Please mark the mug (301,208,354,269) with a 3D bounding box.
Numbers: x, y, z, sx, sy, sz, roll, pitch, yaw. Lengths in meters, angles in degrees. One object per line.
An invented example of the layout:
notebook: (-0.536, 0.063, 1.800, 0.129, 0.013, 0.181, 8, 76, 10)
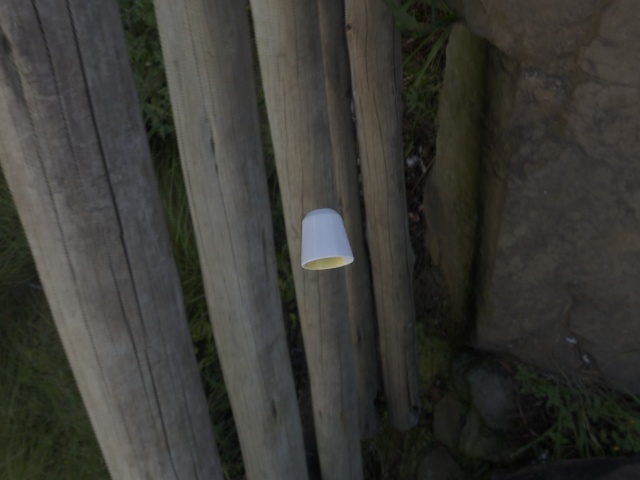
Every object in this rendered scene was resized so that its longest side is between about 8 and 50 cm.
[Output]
mug: (-0.001, -0.001, 0.761, 0.078, 0.064, 0.062, -21, 161, 41)
